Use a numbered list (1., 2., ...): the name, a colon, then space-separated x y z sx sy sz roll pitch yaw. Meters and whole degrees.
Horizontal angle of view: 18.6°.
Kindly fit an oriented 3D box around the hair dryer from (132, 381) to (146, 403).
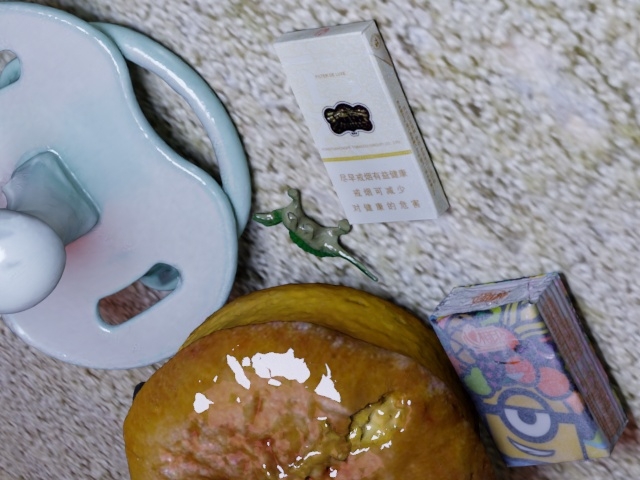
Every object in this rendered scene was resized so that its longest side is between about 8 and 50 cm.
1. hair dryer: -0.056 0.206 1.799 0.195 0.075 0.219 -2 130 38

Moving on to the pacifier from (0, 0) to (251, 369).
1. pacifier: -0.216 -0.029 1.589 0.288 0.269 0.343 -34 103 23

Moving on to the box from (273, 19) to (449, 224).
1. box: 0.032 -0.089 1.516 0.090 0.024 0.167 -3 120 39

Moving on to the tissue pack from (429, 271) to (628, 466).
1. tissue pack: 0.165 0.103 1.540 0.108 0.060 0.148 -12 113 42

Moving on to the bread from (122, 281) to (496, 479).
1. bread: -0.004 0.175 1.601 0.312 0.172 0.312 5 121 8

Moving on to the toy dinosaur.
1. toy dinosaur: 0.000 -0.001 1.618 0.119 0.029 0.060 32 153 5
